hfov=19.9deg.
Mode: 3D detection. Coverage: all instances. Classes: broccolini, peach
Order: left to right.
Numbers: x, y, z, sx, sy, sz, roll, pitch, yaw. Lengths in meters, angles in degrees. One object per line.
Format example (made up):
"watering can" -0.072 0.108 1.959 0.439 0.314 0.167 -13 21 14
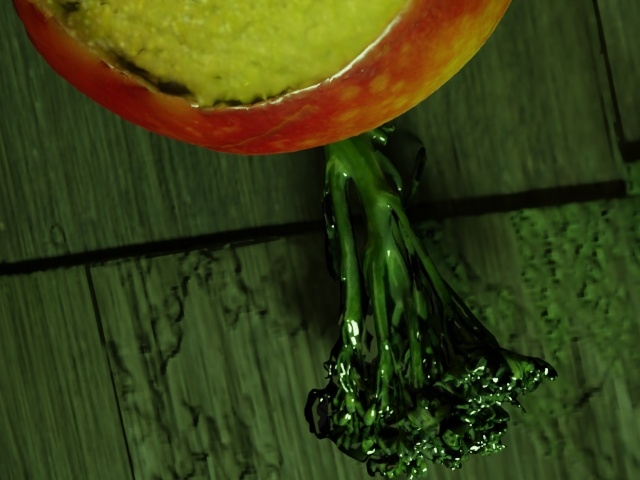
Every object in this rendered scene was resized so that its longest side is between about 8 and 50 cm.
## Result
"peach" -0.020 -0.125 0.682 0.190 0.192 0.190 18 119 35
"broccolini" -0.003 -0.008 0.798 0.123 0.062 0.271 -50 60 32
